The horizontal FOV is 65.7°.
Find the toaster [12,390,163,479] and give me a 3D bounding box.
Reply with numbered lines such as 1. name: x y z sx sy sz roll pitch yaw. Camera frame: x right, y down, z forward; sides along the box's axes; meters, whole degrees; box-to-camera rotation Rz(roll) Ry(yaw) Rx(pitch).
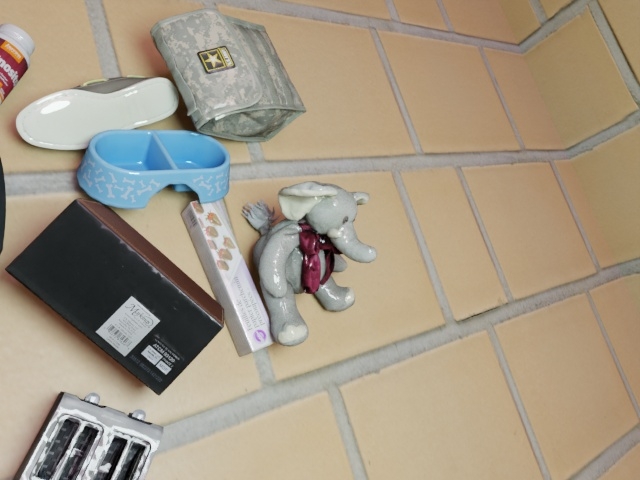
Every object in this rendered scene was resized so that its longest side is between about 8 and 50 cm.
1. toaster: -0.354 0.335 0.748 0.168 0.110 0.185 30 57 -19

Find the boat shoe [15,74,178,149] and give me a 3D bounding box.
1. boat shoe: -0.431 -0.254 0.963 0.305 0.091 0.109 -28 127 -35

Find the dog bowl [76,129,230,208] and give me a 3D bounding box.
1. dog bowl: -0.309 -0.147 0.963 0.297 0.074 0.166 -10 50 -38

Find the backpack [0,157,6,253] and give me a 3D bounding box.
1. backpack: -0.515 -0.068 0.558 0.274 0.355 0.289 -7 84 8

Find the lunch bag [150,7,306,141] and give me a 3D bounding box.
1. lunch bag: -0.200 -0.350 1.069 0.287 0.169 0.235 -18 80 -56

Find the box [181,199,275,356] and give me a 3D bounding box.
1. box: -0.187 0.070 1.001 0.063 0.067 0.323 -19 80 -38

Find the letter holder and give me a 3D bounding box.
1. letter holder: -0.329 0.086 0.865 0.302 0.214 0.152 44 85 -9

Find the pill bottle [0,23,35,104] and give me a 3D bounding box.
1. pill bottle: -0.584 -0.316 0.891 0.086 0.086 0.151 27 58 -22

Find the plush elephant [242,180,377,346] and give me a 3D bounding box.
1. plush elephant: 0.000 0.000 1.015 0.272 0.255 0.329 -11 68 -55
